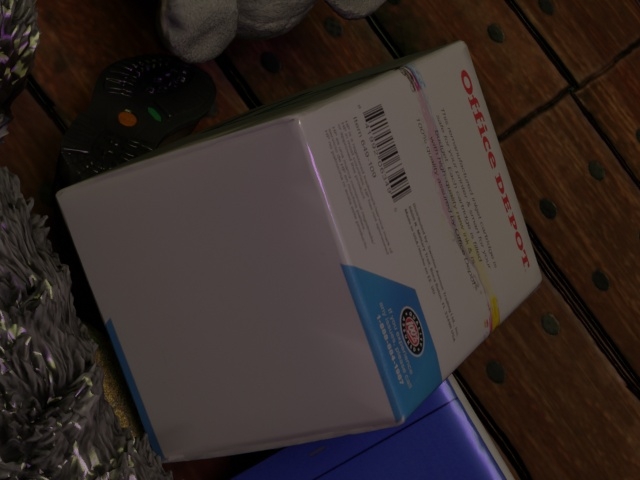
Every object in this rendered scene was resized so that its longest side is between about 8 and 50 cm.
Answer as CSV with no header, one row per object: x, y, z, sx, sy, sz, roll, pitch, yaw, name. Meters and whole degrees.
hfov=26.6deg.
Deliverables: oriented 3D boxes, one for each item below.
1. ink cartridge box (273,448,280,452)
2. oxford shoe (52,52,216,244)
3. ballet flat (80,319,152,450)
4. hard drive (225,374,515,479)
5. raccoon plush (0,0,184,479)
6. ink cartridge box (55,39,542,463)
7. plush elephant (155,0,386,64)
0.060,0.155,1.063,0.181,0.061,0.104,-20,79,-35,ink cartridge box
-0.150,-0.074,1.042,0.083,0.096,0.227,28,37,4,oxford shoe
-0.139,0.213,0.904,0.123,0.123,0.348,-10,76,-33,ballet flat
0.075,0.271,0.946,0.319,0.210,0.040,60,15,6,hard drive
-0.139,0.046,0.754,0.299,0.216,0.446,16,90,-1,raccoon plush
0.000,0.000,0.939,0.270,0.197,0.198,-32,105,-58,ink cartridge box
-0.082,-0.261,1.063,0.272,0.330,0.255,-11,92,-40,plush elephant
